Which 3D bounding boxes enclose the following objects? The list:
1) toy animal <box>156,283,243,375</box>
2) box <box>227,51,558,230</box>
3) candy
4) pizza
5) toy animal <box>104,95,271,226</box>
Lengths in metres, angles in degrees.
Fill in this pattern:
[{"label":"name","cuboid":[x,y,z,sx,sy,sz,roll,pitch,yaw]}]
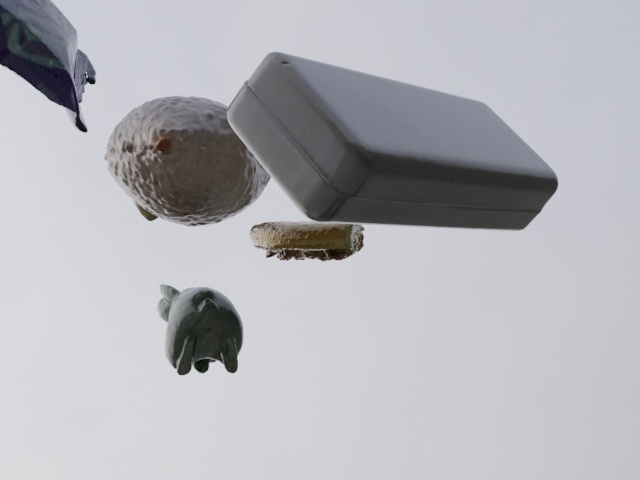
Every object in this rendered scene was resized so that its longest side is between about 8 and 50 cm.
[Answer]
[{"label":"toy animal","cuboid":[-0.192,0.118,1.567,0.125,0.251,0.127,34,-86,-24]},{"label":"box","cuboid":[0.056,-0.055,0.633,0.244,0.103,0.055,2,-48,-53]},{"label":"candy","cuboid":[-0.309,-0.220,0.977,0.070,0.145,0.275,-34,-50,12]},{"label":"pizza","cuboid":[-0.001,0.000,1.150,0.134,0.175,0.046,-3,-87,-30]},{"label":"toy animal","cuboid":[-0.200,-0.117,1.497,0.227,0.188,0.358,0,-8,10]}]
